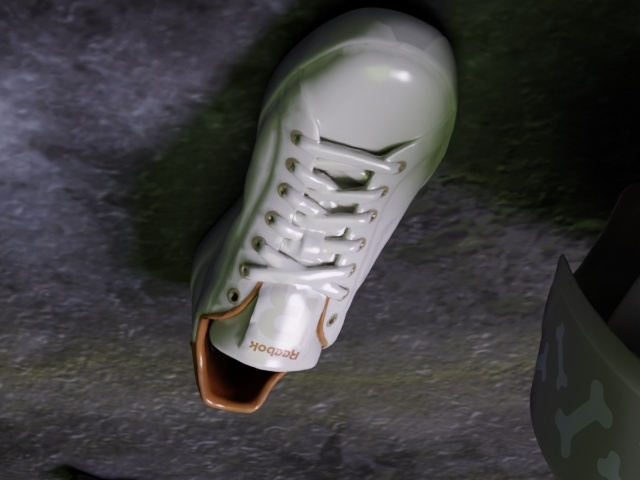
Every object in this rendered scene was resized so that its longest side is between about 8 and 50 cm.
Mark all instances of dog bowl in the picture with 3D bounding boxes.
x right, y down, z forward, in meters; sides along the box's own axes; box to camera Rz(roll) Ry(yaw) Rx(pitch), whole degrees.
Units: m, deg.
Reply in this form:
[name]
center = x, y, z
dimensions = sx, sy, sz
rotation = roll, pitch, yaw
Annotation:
[dog bowl]
center = 0.266, 0.098, 0.892
dimensions = 0.348, 0.349, 0.102
rotation = 14, 115, -16

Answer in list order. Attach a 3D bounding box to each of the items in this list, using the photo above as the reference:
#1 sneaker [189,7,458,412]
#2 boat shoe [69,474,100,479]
[sneaker]
center = 0.000, 0.000, 0.967
dimensions = 0.105, 0.123, 0.290
rotation = 14, 141, -13
[boat shoe]
center = -0.132, 0.204, 1.313
dimensions = 0.133, 0.049, 0.042
rotation = 28, 109, -21
